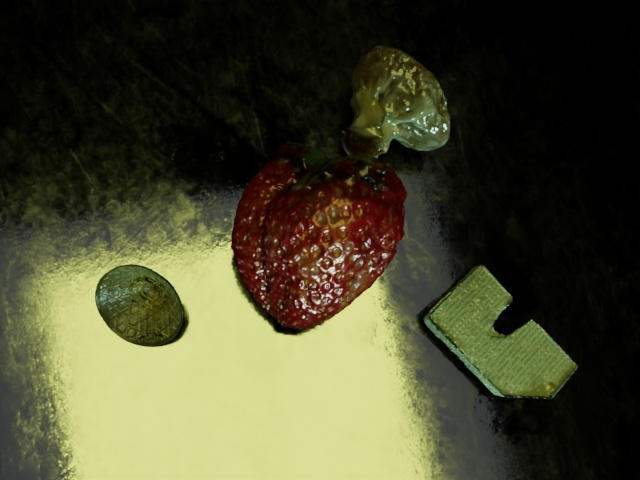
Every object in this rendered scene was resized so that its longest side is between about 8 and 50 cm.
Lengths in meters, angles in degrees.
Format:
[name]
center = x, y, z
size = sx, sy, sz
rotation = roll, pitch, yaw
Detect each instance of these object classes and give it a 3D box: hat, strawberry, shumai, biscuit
[hat]
center = -0.277, 0.090, 0.928
size = 0.145, 0.067, 0.146
rotation = 4, 115, 9
[strawberry]
center = 0.000, 0.000, 0.915
size = 0.238, 0.250, 0.289
rotation = 4, 98, -41
[shumai]
center = 0.116, -0.220, 1.012
size = 0.153, 0.161, 0.210
rotation = -40, 103, -19
[biscuit]
center = 0.309, 0.173, 0.999
size = 0.250, 0.046, 0.147
rotation = 45, 73, 5
